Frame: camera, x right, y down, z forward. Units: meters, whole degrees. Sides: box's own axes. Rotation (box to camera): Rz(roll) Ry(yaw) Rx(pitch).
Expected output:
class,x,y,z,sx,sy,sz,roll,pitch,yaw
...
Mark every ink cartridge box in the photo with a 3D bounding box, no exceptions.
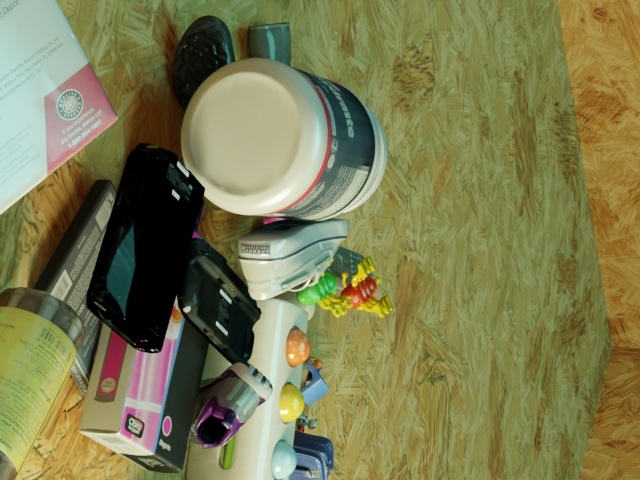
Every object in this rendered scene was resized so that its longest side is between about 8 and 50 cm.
class,x,y,z,sx,sy,sz,roll,pitch,yaw
ink cartridge box,-0.194,0.084,1.791,0.176,0.069,0.371,48,46,-59
ink cartridge box,-0.338,-0.173,1.291,0.207,0.117,0.283,-45,120,-37

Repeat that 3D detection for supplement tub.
class,x,y,z,sx,sy,sz,roll,pitch,yaw
supplement tub,-0.039,-0.121,1.849,0.272,0.191,0.191,4,88,-67

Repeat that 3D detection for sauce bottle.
class,x,y,z,sx,sy,sz,roll,pitch,yaw
sauce bottle,-0.345,0.202,1.439,0.111,0.111,0.344,69,31,-42

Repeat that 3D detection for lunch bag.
class,x,y,z,sx,sy,sz,roll,pitch,yaw
lunch bag,-0.026,0.337,2.209,0.065,0.098,0.067,-48,140,-53

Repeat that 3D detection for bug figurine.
class,x,y,z,sx,sy,sz,roll,pitch,yaw
bug figurine,0.000,0.000,2.118,0.216,0.072,0.279,-25,93,-61

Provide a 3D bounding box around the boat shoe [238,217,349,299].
class,x,y,z,sx,sy,sz,roll,pitch,yaw
boat shoe,-0.030,0.022,1.907,0.267,0.096,0.088,-27,116,-71

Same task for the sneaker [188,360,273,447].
class,x,y,z,sx,sy,sz,roll,pitch,yaw
sneaker,-0.145,0.229,1.855,0.098,0.083,0.224,-52,-177,-35

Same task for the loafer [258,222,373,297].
class,x,y,z,sx,sy,sz,roll,pitch,yaw
loafer,-0.021,0.037,2.220,0.251,0.087,0.094,32,53,-44

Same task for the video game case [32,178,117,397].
class,x,y,z,sx,sy,sz,roll,pitch,yaw
video game case,-0.252,0.092,1.758,0.274,0.026,0.196,71,31,-41

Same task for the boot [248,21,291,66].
class,x,y,z,sx,sy,sz,roll,pitch,yaw
boot,-0.076,-0.205,2.088,0.190,0.076,0.209,-60,154,-72

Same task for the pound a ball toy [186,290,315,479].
class,x,y,z,sx,sy,sz,roll,pitch,yaw
pound a ball toy,-0.068,0.209,2.057,0.208,0.135,0.319,33,62,-63

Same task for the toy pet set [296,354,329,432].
class,x,y,z,sx,sy,sz,roll,pitch,yaw
toy pet set,-0.008,0.231,2.286,0.114,0.065,0.122,57,40,-53

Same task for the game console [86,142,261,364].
class,x,y,z,sx,sy,sz,roll,pitch,yaw
game console,-0.159,0.056,1.738,0.361,0.044,0.213,52,46,-55

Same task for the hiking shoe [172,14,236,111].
class,x,y,z,sx,sy,sz,roll,pitch,yaw
hiking shoe,-0.141,-0.202,1.946,0.114,0.086,0.227,-66,158,-58
